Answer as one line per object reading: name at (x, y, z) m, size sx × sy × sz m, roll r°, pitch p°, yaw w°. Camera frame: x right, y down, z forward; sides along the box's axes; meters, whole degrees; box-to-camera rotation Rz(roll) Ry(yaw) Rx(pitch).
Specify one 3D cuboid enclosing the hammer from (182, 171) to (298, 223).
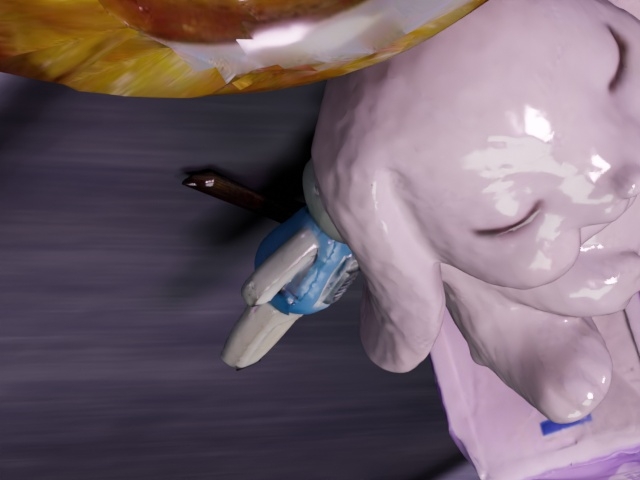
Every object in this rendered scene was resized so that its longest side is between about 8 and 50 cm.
hammer at (-0.030, -0.023, 1.188) m, size 0.065 × 0.021 × 0.178 m, roll -28°, pitch 151°, yaw 27°

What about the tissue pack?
tissue pack at (0.197, 0.082, 1.275) m, size 0.160 × 0.242 × 0.338 m, roll -20°, pitch 155°, yaw 18°

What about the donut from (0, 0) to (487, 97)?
donut at (-0.033, -0.163, 0.695) m, size 0.330 × 0.160 × 0.330 m, roll -18°, pitch 153°, yaw -9°

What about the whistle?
whistle at (0.000, 0.000, 1.154) m, size 0.114 × 0.077 × 0.235 m, roll -23°, pitch 157°, yaw -51°

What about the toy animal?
toy animal at (0.094, -0.050, 0.931) m, size 0.271 × 0.206 × 0.265 m, roll -57°, pitch 152°, yaw 1°
